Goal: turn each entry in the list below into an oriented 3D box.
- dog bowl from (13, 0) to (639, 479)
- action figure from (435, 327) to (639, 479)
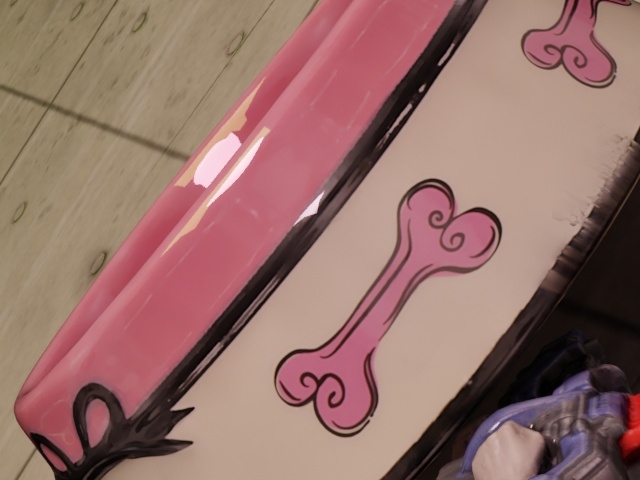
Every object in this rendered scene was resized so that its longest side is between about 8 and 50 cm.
[{"bbox_3d":[0.000,0.000,0.994,0.408,0.150,0.408,-51,7,8],"label":"dog bowl"},{"bbox_3d":[0.100,0.161,0.820,0.330,0.178,0.341,-40,-1,19],"label":"action figure"}]
